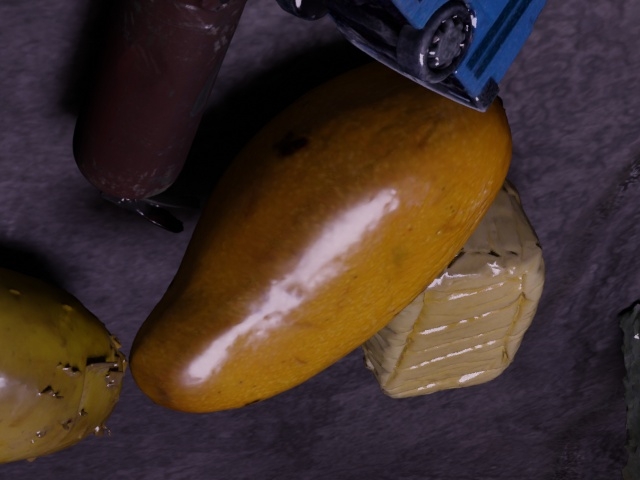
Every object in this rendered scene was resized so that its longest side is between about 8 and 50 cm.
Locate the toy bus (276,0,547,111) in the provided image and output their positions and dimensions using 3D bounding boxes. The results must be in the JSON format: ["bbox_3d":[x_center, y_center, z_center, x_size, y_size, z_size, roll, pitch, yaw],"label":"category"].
[{"bbox_3d":[0.033,-0.170,0.795,0.134,0.116,0.234,-57,148,-4],"label":"toy bus"}]

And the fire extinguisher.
[{"bbox_3d":[-0.090,-0.088,0.943,0.089,0.072,0.268,15,145,-10],"label":"fire extinguisher"}]

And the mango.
[{"bbox_3d":[-0.002,-0.005,1.057,0.295,0.120,0.177,-40,144,6],"label":"mango"}]

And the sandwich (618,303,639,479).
[{"bbox_3d":[0.405,0.154,1.460,0.131,0.325,0.262,8,108,-40],"label":"sandwich"}]

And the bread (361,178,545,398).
[{"bbox_3d":[0.092,0.033,1.242,0.140,0.106,0.236,-13,153,-10],"label":"bread"}]

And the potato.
[{"bbox_3d":[-0.262,0.079,1.087,0.173,0.140,0.300,-38,143,26],"label":"potato"}]
